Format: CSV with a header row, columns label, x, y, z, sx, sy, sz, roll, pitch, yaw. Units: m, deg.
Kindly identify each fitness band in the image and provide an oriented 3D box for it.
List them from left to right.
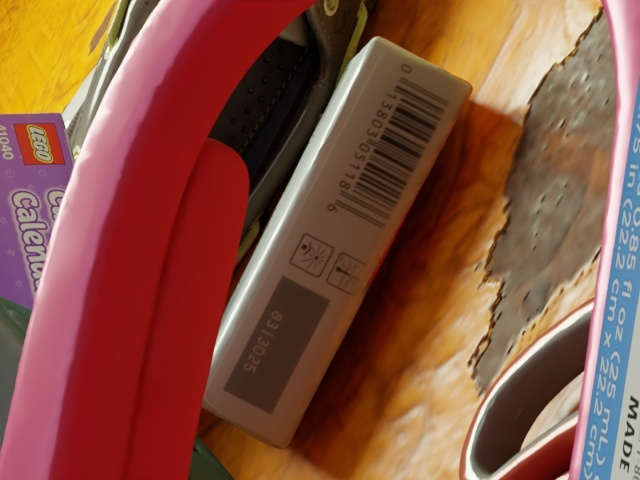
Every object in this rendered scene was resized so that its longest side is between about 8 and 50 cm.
label,x,y,z,sx,sy,sz,roll,pitch,yaw
fitness band,0.010,0.029,0.486,0.209,0.054,0.291,-8,64,42

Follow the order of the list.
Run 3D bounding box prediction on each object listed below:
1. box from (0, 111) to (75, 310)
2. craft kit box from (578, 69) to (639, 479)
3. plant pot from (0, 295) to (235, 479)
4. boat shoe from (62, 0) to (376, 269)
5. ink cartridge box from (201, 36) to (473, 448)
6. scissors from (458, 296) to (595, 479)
label,x,y,z,sx,sy,sz,roll,pitch,yaw
box,-0.174,0.096,0.892,0.293,0.057,0.201,-38,63,50
craft kit box,0.101,-0.035,0.217,0.246,0.061,0.250,-144,61,-80
plant pot,-0.137,0.140,0.640,0.234,0.165,0.165,-48,61,5
boat shoe,-0.032,-0.101,0.857,0.324,0.116,0.097,-61,23,16
ink cartridge box,0.000,0.000,0.769,0.145,0.045,0.179,-63,0,0
scissors,0.117,0.014,0.438,0.297,0.021,0.109,-44,26,45
